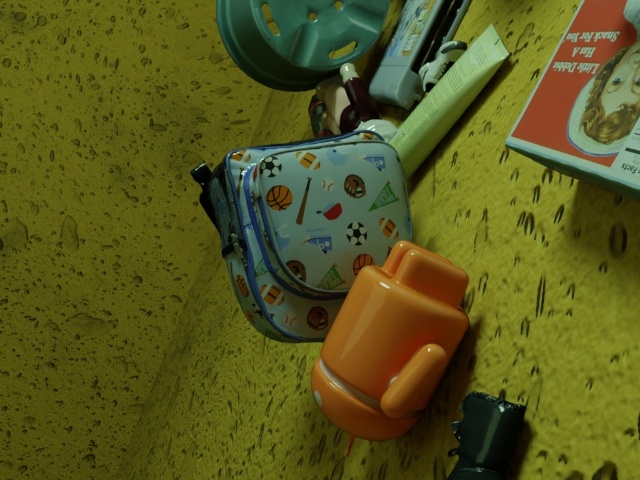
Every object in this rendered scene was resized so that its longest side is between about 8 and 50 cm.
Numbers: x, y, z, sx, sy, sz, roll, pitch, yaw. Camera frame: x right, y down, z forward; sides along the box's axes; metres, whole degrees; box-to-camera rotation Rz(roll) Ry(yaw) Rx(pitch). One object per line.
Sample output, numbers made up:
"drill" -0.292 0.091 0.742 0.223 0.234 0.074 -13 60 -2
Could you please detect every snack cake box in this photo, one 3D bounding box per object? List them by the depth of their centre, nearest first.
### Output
"snack cake box" 0.253 -0.097 0.448 0.152 0.089 0.264 -65 16 12

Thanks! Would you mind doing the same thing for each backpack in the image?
"backpack" 0.000 0.000 0.826 0.213 0.277 0.263 174 85 -73

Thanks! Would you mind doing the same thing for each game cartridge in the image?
"game cartridge" 0.181 -0.374 1.120 0.297 0.062 0.198 -64 21 9

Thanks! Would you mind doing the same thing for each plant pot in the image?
"plant pot" -0.030 -0.466 1.278 0.341 0.341 0.334 -64 15 8

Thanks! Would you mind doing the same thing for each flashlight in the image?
"flashlight" 0.004 -0.191 1.337 0.103 0.103 0.304 -42 28 50

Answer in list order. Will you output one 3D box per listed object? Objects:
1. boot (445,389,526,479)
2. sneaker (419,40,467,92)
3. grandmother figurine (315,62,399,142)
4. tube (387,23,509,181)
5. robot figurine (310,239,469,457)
"boot" 0.141 0.176 0.513 0.099 0.045 0.121 -67 15 -14
"sneaker" 0.189 -0.262 0.978 0.109 0.040 0.043 137 135 -61
"grandmother figurine" 0.068 -0.206 1.132 0.104 0.207 0.342 -22 30 -2
"tube" 0.170 -0.182 0.896 0.062 0.070 0.240 -14 -31 -51
"robot figurine" 0.069 0.113 0.668 0.158 0.128 0.219 32 100 39
